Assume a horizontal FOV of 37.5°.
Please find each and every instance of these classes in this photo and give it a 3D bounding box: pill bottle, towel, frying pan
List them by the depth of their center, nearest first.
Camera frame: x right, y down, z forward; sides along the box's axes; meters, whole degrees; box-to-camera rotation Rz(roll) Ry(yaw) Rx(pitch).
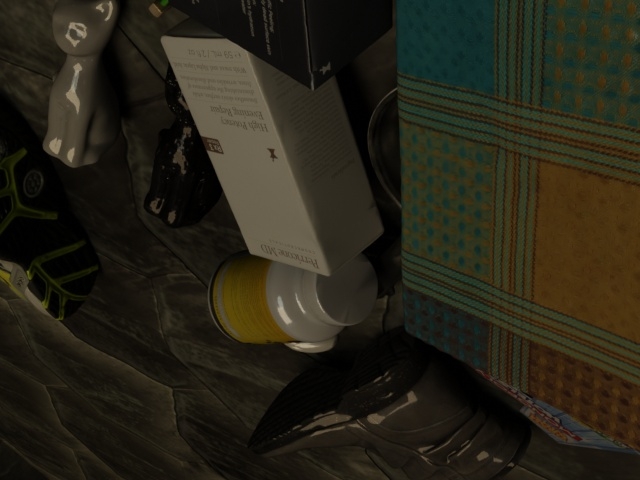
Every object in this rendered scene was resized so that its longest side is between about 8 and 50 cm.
[{"bbox_3d":[0.158,-0.043,0.638,0.271,0.040,0.370,26,132,40],"label":"towel"},{"bbox_3d":[0.132,-0.020,0.829,0.197,0.053,0.326,23,146,18],"label":"frying pan"},{"bbox_3d":[-0.028,0.052,0.947,0.103,0.103,0.184,47,150,-21],"label":"pill bottle"}]

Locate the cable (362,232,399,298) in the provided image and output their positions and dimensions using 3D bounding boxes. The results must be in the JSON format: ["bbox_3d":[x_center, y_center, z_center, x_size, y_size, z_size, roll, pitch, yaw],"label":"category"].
[{"bbox_3d":[0.000,0.000,1.003,0.185,0.047,0.150,20,151,13],"label":"cable"}]

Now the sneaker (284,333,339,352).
[{"bbox_3d":[-0.046,0.086,1.147,0.152,0.053,0.061,27,145,12],"label":"sneaker"}]

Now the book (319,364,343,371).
[{"bbox_3d":[0.054,0.232,1.278,0.096,0.035,0.144,13,142,32],"label":"book"}]

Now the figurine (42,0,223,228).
[{"bbox_3d":[-0.185,-0.145,0.940,0.215,0.092,0.209,30,141,7],"label":"figurine"}]

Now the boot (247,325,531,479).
[{"bbox_3d":[0.074,0.253,1.169,0.223,0.118,0.338,43,138,-15],"label":"boot"}]

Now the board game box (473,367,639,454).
[{"bbox_3d":[0.221,0.139,0.927,0.194,0.060,0.194,33,167,14],"label":"board game box"}]

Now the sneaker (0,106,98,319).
[{"bbox_3d":[-0.430,-0.033,1.250,0.147,0.145,0.384,19,145,22],"label":"sneaker"}]

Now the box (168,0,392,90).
[{"bbox_3d":[-0.036,-0.216,0.653,0.158,0.093,0.156,36,153,27],"label":"box"}]

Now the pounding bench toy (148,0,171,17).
[{"bbox_3d":[-0.132,-0.229,0.791,0.065,0.052,0.083,4,138,38],"label":"pounding bench toy"}]

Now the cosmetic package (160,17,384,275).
[{"bbox_3d":[-0.038,-0.089,0.821,0.117,0.085,0.231,14,133,46],"label":"cosmetic package"}]
